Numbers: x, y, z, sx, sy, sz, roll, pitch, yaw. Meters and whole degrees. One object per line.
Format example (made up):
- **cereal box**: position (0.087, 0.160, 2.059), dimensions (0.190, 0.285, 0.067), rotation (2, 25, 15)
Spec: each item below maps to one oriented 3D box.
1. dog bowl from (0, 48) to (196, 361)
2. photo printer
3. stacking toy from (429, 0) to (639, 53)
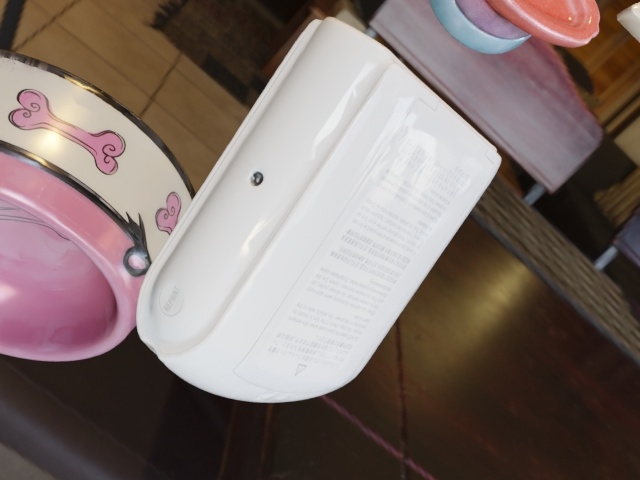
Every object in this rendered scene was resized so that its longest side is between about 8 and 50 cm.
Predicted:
- **dog bowl**: position (-0.352, -0.015, 1.050), dimensions (0.408, 0.408, 0.150), rotation (35, 48, -24)
- **photo printer**: position (0.000, 0.000, 0.785), dimensions (0.107, 0.307, 0.256), rotation (37, 8, 33)
- **stacking toy**: position (0.241, -0.303, 0.932), dimensions (0.280, 0.130, 0.308), rotation (21, 72, -21)
